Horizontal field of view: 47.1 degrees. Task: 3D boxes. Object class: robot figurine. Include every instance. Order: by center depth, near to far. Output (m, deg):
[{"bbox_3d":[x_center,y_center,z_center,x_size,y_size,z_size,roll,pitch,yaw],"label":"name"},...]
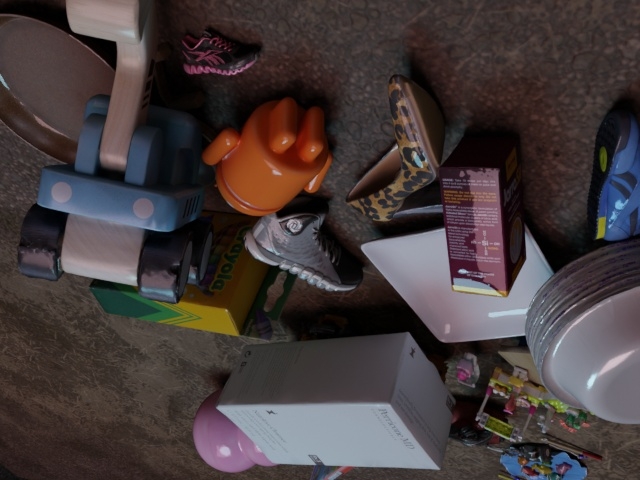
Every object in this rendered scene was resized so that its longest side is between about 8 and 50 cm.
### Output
[{"bbox_3d":[-0.071,-0.114,1.059,0.128,0.158,0.219,57,141,5],"label":"robot figurine"},{"bbox_3d":[0.094,0.238,1.456,0.291,0.085,0.211,22,144,1],"label":"robot figurine"}]

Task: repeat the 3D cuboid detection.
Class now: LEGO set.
[{"bbox_3d":[0.367,0.291,1.265,0.287,0.107,0.132,12,151,40],"label":"LEGO set"}]

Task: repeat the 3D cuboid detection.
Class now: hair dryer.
[{"bbox_3d":[0.291,0.358,1.456,0.223,0.080,0.293,21,170,-26],"label":"hair dryer"}]

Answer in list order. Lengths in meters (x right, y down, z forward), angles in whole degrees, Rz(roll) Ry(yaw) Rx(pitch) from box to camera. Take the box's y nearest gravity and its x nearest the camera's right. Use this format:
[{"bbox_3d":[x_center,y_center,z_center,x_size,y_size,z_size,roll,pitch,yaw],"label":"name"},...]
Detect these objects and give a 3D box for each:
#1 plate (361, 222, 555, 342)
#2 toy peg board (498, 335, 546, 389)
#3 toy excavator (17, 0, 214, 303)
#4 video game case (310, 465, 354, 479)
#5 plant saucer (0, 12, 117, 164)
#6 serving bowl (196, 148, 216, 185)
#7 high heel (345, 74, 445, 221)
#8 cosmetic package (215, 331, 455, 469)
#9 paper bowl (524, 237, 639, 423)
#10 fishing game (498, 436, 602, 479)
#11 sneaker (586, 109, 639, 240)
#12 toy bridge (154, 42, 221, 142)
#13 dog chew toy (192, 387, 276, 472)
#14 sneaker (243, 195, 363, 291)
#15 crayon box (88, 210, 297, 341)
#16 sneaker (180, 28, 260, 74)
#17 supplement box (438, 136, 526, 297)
[{"bbox_3d":[0.248,0.059,1.177,0.278,0.045,0.277,-13,130,39],"label":"plate"},{"bbox_3d":[0.425,0.207,1.262,0.161,0.079,0.160,42,156,-23],"label":"toy peg board"},{"bbox_3d":[-0.260,-0.146,0.990,0.222,0.445,0.433,11,-173,0],"label":"toy excavator"},{"bbox_3d":[0.053,0.427,1.617,0.025,0.204,0.285,24,144,-6],"label":"video game case"},{"bbox_3d":[-0.406,-0.233,1.156,0.310,0.050,0.310,15,143,12],"label":"plant saucer"},{"bbox_3d":[-0.204,-0.127,1.199,0.083,0.027,0.083,14,143,11],"label":"serving bowl"},{"bbox_3d":[0.081,-0.116,1.005,0.186,0.093,0.261,-1,142,28],"label":"high heel"},{"bbox_3d":[0.030,0.302,1.366,0.385,0.156,0.217,-10,131,37],"label":"cosmetic package"},{"bbox_3d":[0.440,0.143,1.015,0.284,0.148,0.284,-3,131,-3],"label":"paper bowl"},{"bbox_3d":[0.491,0.507,1.625,0.189,0.041,0.264,21,144,-1],"label":"fishing game"},{"bbox_3d":[0.385,-0.081,0.915,0.082,0.069,0.209,-4,138,10],"label":"sneaker"},{"bbox_3d":[-0.200,-0.207,1.097,0.063,0.026,0.188,-4,137,36],"label":"toy bridge"},{"bbox_3d":[-0.140,0.453,1.775,0.332,0.206,0.206,-9,134,24],"label":"dog chew toy"},{"bbox_3d":[0.000,0.000,1.211,0.229,0.086,0.132,20,122,-27],"label":"sneaker"},{"bbox_3d":[-0.208,0.047,1.276,0.323,0.203,0.083,7,141,20],"label":"crayon box"},{"bbox_3d":[-0.140,-0.257,0.991,0.119,0.047,0.057,4,129,23],"label":"sneaker"},{"bbox_3d":[0.219,-0.033,0.977,0.081,0.104,0.188,5,122,29],"label":"supplement box"}]
